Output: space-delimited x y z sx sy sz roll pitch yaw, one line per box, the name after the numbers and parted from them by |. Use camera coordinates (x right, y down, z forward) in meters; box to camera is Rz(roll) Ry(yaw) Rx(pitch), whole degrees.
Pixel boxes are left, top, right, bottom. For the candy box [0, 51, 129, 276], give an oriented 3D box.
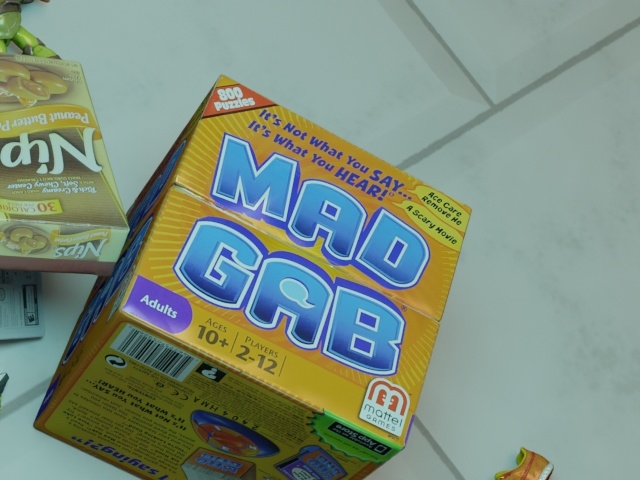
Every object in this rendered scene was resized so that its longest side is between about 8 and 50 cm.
-0.356 -0.099 1.915 0.182 0.088 0.316 4 42 -27 | candy box

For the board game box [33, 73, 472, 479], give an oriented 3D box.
-0.085 0.094 1.949 0.356 0.356 0.356 27 54 -12 | board game box

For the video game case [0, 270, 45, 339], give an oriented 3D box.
-0.417 0.023 1.943 0.183 0.023 0.201 0 86 -52 | video game case

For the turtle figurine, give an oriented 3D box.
-0.426 -0.294 2.159 0.269 0.087 0.217 -30 80 -37 | turtle figurine

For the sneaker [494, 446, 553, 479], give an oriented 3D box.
0.259 0.358 2.181 0.067 0.064 0.175 27 46 13 | sneaker

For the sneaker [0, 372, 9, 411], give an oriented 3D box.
-0.402 0.198 1.934 0.035 0.031 0.083 44 55 -16 | sneaker
